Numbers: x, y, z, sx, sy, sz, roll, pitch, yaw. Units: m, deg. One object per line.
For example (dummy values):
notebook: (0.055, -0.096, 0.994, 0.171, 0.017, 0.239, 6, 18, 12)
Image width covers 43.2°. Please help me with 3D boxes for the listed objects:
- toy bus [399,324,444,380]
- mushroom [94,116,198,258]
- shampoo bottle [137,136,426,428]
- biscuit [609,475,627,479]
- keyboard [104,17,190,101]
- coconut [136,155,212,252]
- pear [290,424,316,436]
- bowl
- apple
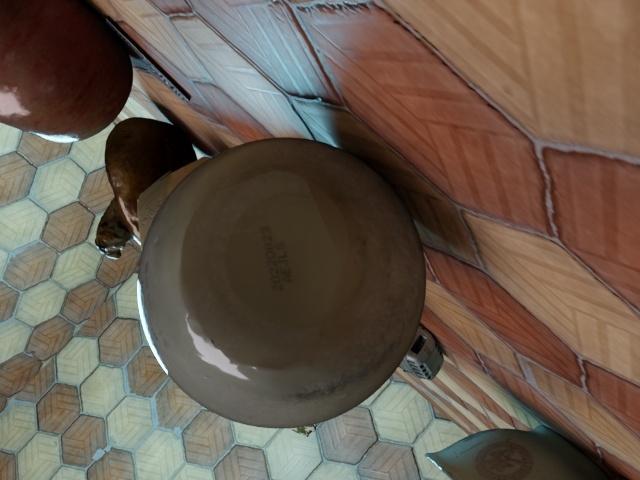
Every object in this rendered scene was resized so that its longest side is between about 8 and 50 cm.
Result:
toy bus: (0.206, 0.236, 1.705, 0.089, 0.087, 0.194, 27, 166, 28)
mushroom: (-0.428, -0.129, 1.939, 0.345, 0.260, 0.345, -15, -90, -81)
shampoo bottle: (-0.041, 0.046, 0.905, 0.322, 0.322, 0.317, 42, 163, 1)
biscuit: (0.552, 0.454, 1.312, 0.224, 0.033, 0.144, 33, 169, 50)
keyboard: (-0.307, -0.319, 1.433, 0.198, 0.010, 0.063, 44, 175, -18)
coconut: (-0.229, -0.007, 1.693, 0.352, 0.352, 0.352, 41, 173, 6)
pear: (-0.042, 0.136, 1.480, 0.318, 0.342, 0.238, 34, -144, 0)
bowl: (0.422, 0.478, 1.509, 0.435, 0.196, 0.435, 42, 174, 6)
apple: (-0.518, -0.322, 1.512, 0.345, 0.269, 0.345, 40, 173, 6)
